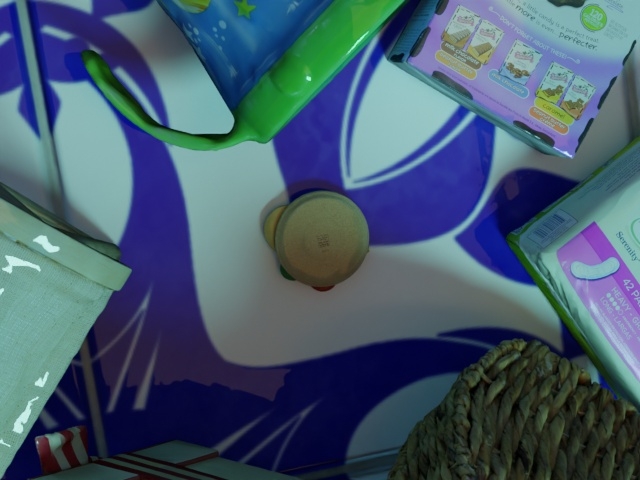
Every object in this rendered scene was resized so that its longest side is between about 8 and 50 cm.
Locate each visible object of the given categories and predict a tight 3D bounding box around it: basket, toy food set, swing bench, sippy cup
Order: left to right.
[{"bbox_3d":[-0.266,0.085,1.131,0.165,0.254,0.253,32,90,-14],"label":"swing bench"},{"bbox_3d":[-0.041,-0.229,1.172,0.224,0.240,0.305,44,62,-3],"label":"sippy cup"},{"bbox_3d":[0.000,0.000,1.299,0.083,0.020,0.083,-29,102,-8],"label":"toy food set"},{"bbox_3d":[0.134,0.241,1.211,0.213,0.299,0.223,34,117,-1],"label":"basket"}]

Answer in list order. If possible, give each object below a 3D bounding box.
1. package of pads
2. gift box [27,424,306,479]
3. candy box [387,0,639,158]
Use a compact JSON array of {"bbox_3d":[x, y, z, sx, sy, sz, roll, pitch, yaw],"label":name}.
[{"bbox_3d":[0.336,0.047,1.336,0.229,0.101,0.296,-38,103,-5],"label":"package of pads"},{"bbox_3d":[-0.106,0.280,1.157,0.258,0.276,0.255,11,90,23],"label":"gift box"},{"bbox_3d":[0.177,-0.192,1.290,0.164,0.070,0.196,29,90,-14],"label":"candy box"}]
